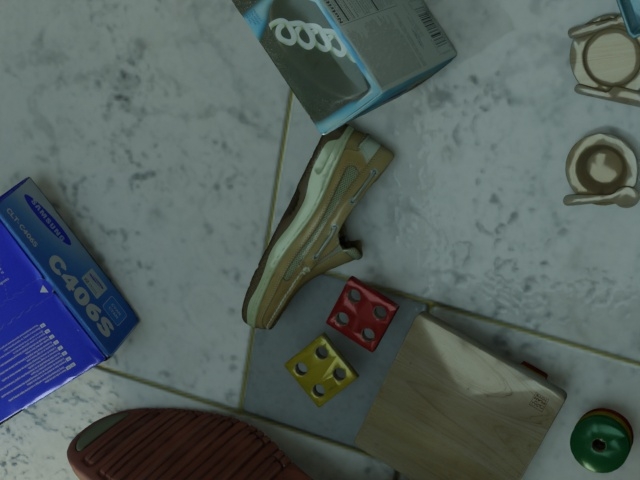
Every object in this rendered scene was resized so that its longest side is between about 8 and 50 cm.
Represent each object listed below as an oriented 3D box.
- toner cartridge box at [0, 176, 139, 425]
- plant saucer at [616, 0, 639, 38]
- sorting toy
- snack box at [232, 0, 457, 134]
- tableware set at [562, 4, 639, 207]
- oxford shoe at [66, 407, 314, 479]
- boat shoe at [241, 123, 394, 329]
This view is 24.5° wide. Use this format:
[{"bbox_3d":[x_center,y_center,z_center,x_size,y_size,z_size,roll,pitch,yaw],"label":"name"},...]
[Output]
[{"bbox_3d":[-0.346,0.102,1.332,0.348,0.075,0.165,-31,103,26],"label":"toner cartridge box"},{"bbox_3d":[0.220,-0.245,1.046,0.067,0.018,0.192,-19,93,25],"label":"plant saucer"},{"bbox_3d":[0.107,0.134,1.188,0.274,0.046,0.132,29,113,12],"label":"sorting toy"},{"bbox_3d":[-0.035,-0.238,1.064,0.060,0.187,0.322,-34,90,26],"label":"snack box"},{"bbox_3d":[0.250,-0.089,1.084,0.141,0.020,0.169,3,106,21],"label":"tableware set"},{"bbox_3d":[-0.055,0.260,1.224,0.397,0.140,0.147,21,130,34],"label":"oxford shoe"},{"bbox_3d":[0.000,0.000,1.187,0.072,0.068,0.190,27,113,0],"label":"boat shoe"}]
